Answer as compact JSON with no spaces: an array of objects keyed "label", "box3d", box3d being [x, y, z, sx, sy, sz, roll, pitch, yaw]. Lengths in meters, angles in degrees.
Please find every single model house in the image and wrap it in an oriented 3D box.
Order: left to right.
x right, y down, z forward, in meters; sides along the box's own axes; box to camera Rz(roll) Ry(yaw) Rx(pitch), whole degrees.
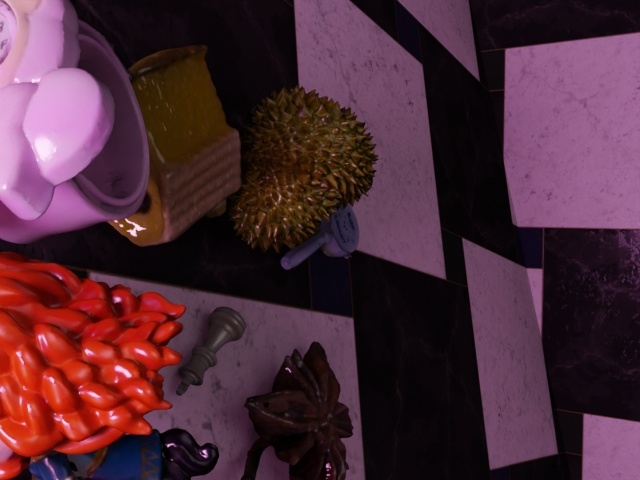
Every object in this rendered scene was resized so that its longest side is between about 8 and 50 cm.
[{"label":"model house","box3d":[-0.206,-0.116,0.913,0.234,0.175,0.193,62,34,-16]}]

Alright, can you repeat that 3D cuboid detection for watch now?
[{"label":"watch","box3d":[-0.235,-0.087,0.597,0.217,0.211,0.248,51,27,-62]}]

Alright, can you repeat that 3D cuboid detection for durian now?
[{"label":"durian","box3d":[-0.039,-0.124,1.101,0.224,0.291,0.291,52,37,-7]}]

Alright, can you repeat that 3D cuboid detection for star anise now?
[{"label":"star anise","box3d":[-0.033,0.305,1.096,0.292,0.109,0.349,50,30,-25]}]

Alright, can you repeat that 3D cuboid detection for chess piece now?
[{"label":"chess piece","box3d":[-0.167,0.165,0.991,0.059,0.059,0.149,59,43,-26]}]

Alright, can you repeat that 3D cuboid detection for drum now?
[{"label":"drum","box3d":[-0.004,-0.020,1.309,0.253,0.049,0.130,-7,85,-58]}]

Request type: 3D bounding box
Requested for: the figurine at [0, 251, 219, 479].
[{"label":"figurine","box3d":[-0.261,0.196,0.646,0.241,0.306,0.411,-97,177,-73]}]
